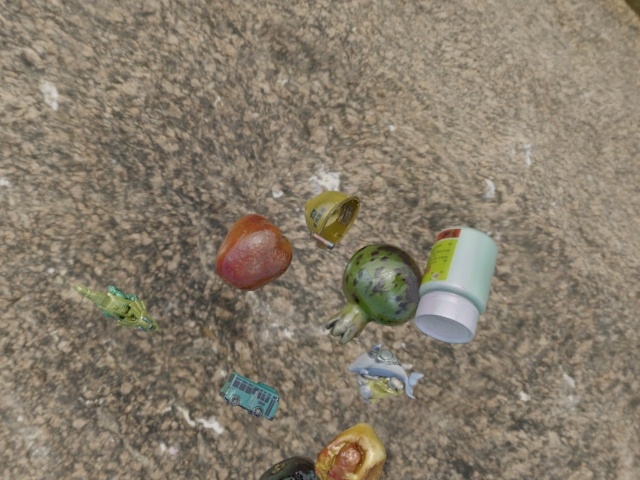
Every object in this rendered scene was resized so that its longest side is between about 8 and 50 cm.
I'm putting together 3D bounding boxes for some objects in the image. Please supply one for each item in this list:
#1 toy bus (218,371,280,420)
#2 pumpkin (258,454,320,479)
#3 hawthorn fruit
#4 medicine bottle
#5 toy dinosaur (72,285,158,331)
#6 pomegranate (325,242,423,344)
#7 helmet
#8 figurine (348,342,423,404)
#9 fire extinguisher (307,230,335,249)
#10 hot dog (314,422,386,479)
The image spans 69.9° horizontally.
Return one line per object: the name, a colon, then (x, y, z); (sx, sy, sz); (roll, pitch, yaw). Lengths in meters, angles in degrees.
toy bus: (-0.196, 0.443, 1.304); (0.160, 0.079, 0.091); (32, 68, -14)
pumpkin: (-0.105, 0.820, 1.516); (0.233, 0.233, 0.162); (-32, 82, -5)
hawthorn fruit: (-0.161, 0.047, 0.968); (0.162, 0.163, 0.203); (45, 79, -9)
medicine bottle: (0.288, 0.091, 0.976); (0.139, 0.139, 0.225); (30, 60, -9)
toy dinosaur: (-0.579, 0.180, 1.287); (0.259, 0.153, 0.094); (39, 76, -34)
pomegranate: (0.136, 0.141, 1.273); (0.306, 0.242, 0.242); (-26, 97, 4)
helmet: (0.016, -0.088, 1.528); (0.140, 0.257, 0.205); (34, 110, 21)
figurine: (0.175, 0.384, 1.287); (0.209, 0.128, 0.183); (15, 122, 22)
fire extinguisher: (0.000, 0.000, 1.287); (0.083, 0.022, 0.028); (31, 116, 17)
hot dog: (0.072, 0.631, 1.249); (0.153, 0.150, 0.256); (-4, 120, -31)
